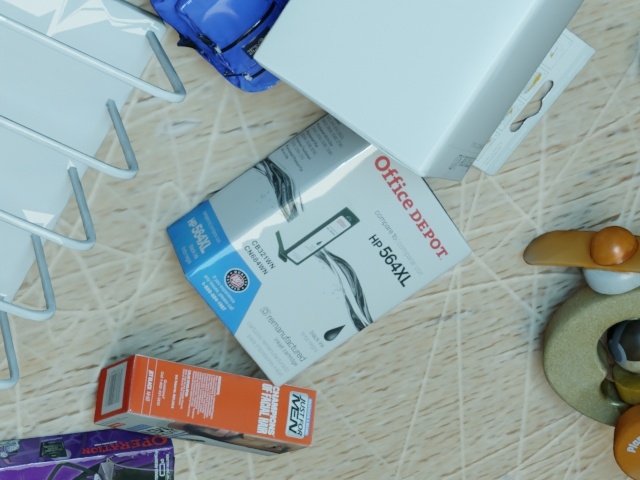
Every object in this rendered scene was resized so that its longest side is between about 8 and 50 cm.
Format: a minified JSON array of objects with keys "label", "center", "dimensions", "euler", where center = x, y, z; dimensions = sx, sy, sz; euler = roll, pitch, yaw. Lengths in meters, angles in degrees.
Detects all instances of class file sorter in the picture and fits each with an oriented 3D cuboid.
[{"label":"file sorter","center":[-0.250,-0.056,1.202],"dimensions":[0.193,0.173,0.278],"euler":[24,108,-26]}]

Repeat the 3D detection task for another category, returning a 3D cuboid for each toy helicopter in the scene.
[{"label":"toy helicopter","center":[0.335,0.040,1.410],"dimensions":[0.235,0.140,0.355],"euler":[42,124,-15]}]

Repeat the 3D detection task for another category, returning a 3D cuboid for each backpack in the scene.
[{"label":"backpack","center":[-0.062,-0.169,1.243],"dimensions":[0.098,0.101,0.120],"euler":[-37,126,12]}]

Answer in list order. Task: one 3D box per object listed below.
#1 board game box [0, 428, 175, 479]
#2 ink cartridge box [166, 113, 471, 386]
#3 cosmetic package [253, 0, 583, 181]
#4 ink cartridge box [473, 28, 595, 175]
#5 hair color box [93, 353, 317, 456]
[{"label":"board game box","center":[-0.235,0.330,1.489],"dimensions":[0.208,0.056,0.347],"euler":[-4,118,-11]},{"label":"ink cartridge box","center":[0.000,0.000,1.359],"dimensions":[0.203,0.086,0.148],"euler":[-35,121,4]},{"label":"cosmetic package","center":[0.128,-0.232,1.170],"dimensions":[0.155,0.197,0.365],"euler":[34,99,10]},{"label":"ink cartridge box","center":[0.127,-0.148,1.358],"dimensions":[0.179,0.045,0.145],"euler":[26,108,-46]},{"label":"hair color box","center":[-0.098,0.143,1.396],"dimensions":[0.167,0.093,0.053],"euler":[12,73,-23]}]
